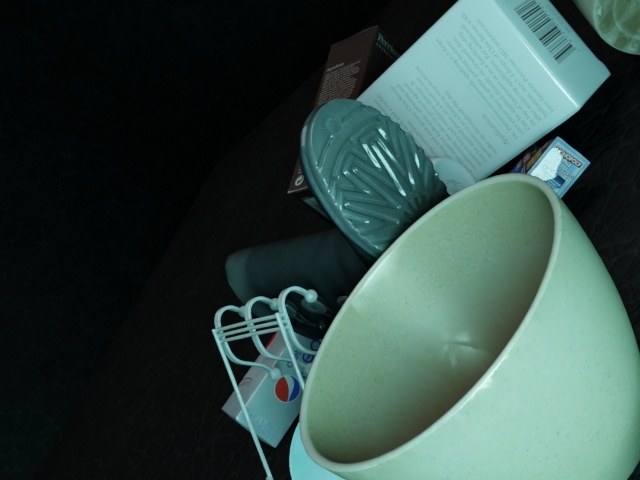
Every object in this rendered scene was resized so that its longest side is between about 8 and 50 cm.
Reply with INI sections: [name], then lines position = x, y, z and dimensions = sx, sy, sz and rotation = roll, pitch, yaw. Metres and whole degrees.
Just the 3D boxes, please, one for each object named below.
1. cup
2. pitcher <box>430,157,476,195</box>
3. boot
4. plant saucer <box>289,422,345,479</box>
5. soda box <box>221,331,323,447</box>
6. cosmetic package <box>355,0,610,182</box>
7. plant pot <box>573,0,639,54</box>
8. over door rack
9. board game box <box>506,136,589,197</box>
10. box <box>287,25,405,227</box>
[cup]
position = 0.176, 0.135, 0.807
dimensions = 0.331, 0.237, 0.331
rotation = -45, 19, 20
[pitcher]
position = 0.164, -0.032, 1.268
dimensions = 0.207, 0.177, 0.125
rotation = -44, 47, 47
[boot]
position = 0.001, 0.002, 1.164
dimensions = 0.445, 0.367, 0.146
rotation = -10, 40, 56
[plant saucer]
position = 0.060, 0.269, 1.032
dimensions = 0.195, 0.037, 0.195
rotation = -7, 54, 10
[soda box]
position = -0.046, 0.209, 1.452
dimensions = 0.286, 0.091, 0.098
rotation = -55, 17, -12
[cosmetic package]
position = 0.200, -0.197, 1.337
dimensions = 0.453, 0.230, 0.161
rotation = -38, 1, 44
[plant pot]
position = 0.469, -0.430, 1.190
dimensions = 0.323, 0.323, 0.280
rotation = -36, 39, 40
[over door rack]
position = -0.044, 0.237, 1.190
dimensions = 0.239, 0.108, 0.324
rotation = -21, 78, 58
[board game box]
position = 0.291, -0.066, 1.176
dimensions = 0.194, 0.060, 0.194
rotation = -51, 1, 24
[box]
position = 0.086, -0.218, 1.680
dimensions = 0.143, 0.191, 0.381
rotation = -15, 52, 42
